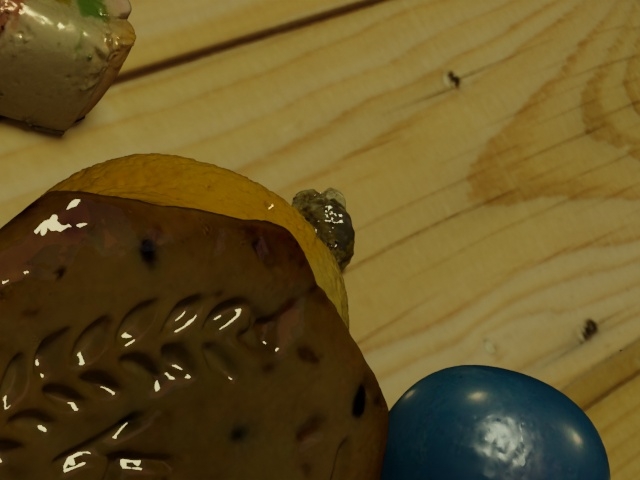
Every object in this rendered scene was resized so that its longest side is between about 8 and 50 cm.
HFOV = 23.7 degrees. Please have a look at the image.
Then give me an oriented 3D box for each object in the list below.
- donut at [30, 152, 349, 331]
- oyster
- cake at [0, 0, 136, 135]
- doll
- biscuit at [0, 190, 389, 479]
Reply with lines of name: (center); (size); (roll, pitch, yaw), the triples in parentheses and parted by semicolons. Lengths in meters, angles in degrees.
donut: (-0.063, 0.030, 0.970); (0.259, 0.152, 0.101); (41, 42, -17)
oyster: (0.003, 0.001, 1.118); (0.051, 0.034, 0.093); (7, 68, -27)
cake: (-0.187, -0.193, 1.034); (0.109, 0.090, 0.225); (12, 60, -29)
doll: (0.101, 0.211, 1.005); (0.215, 0.161, 0.257); (19, 66, 8)
biscuit: (-0.107, 0.144, 0.841); (0.359, 0.046, 0.359); (-7, 102, -34)
